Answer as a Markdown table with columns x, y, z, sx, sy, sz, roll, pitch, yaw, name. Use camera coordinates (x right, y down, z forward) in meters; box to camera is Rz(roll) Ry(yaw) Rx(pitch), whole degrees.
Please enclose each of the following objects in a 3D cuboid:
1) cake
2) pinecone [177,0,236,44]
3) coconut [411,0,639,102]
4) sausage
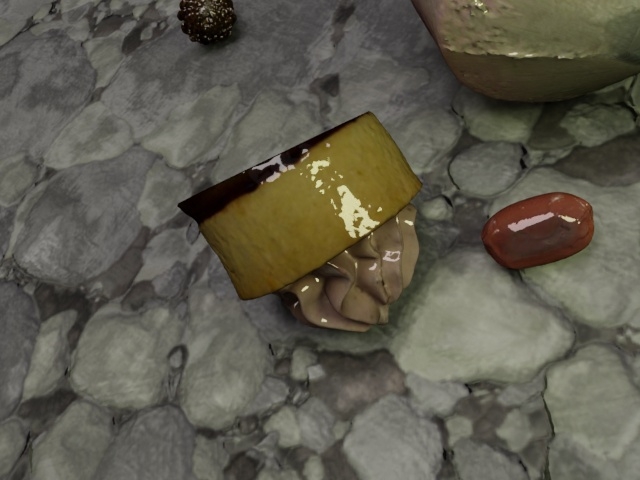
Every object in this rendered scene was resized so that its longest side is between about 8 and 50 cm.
| x | y | z | sx | sy | sz | roll | pitch | yaw | name |
| --- | --- | --- | --- | --- | --- | --- | --- | --- | --- |
| 0.000 | 0.000 | 0.616 | 0.208 | 0.178 | 0.185 | -17 | 12 | 32 | cake |
| -0.149 | -0.301 | 0.918 | 0.077 | 0.077 | 0.083 | -22 | 28 | 10 | pinecone |
| 0.216 | -0.270 | 0.600 | 0.298 | 0.297 | 0.309 | -28 | 53 | 5 | coconut |
| 0.186 | -0.008 | 0.589 | 0.094 | 0.054 | 0.059 | -17 | 95 | 16 | sausage |
